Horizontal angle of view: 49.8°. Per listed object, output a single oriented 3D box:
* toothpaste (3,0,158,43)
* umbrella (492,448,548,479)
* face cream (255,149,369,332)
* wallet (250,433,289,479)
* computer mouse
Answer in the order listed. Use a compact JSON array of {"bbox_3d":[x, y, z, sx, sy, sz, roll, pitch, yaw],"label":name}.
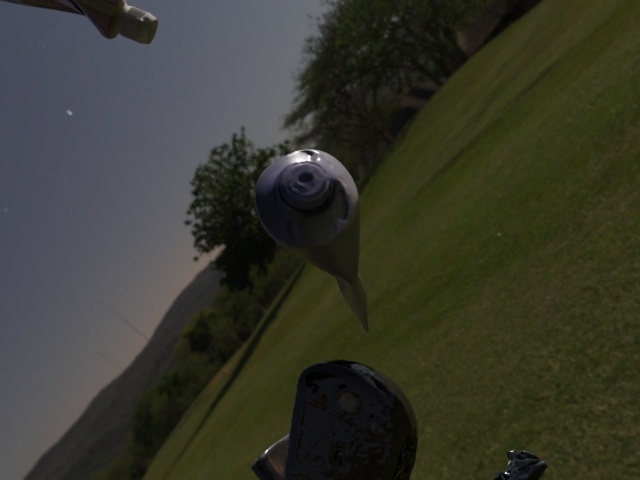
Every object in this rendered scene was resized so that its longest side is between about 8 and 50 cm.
[{"bbox_3d":[-0.309,-0.260,0.682,0.075,0.301,0.048,116,173,-59],"label":"toothpaste"},{"bbox_3d":[0.274,0.429,1.075,0.224,0.071,0.080,-58,-4,-21],"label":"umbrella"},{"bbox_3d":[0.000,0.000,1.070,0.137,0.234,0.420,-31,-21,-5],"label":"face cream"},{"bbox_3d":[0.087,0.459,1.084,0.062,0.406,0.228,-55,-22,24],"label":"wallet"},{"bbox_3d":[0.046,0.269,0.931,0.100,0.170,0.269,-26,-46,-51],"label":"computer mouse"}]
